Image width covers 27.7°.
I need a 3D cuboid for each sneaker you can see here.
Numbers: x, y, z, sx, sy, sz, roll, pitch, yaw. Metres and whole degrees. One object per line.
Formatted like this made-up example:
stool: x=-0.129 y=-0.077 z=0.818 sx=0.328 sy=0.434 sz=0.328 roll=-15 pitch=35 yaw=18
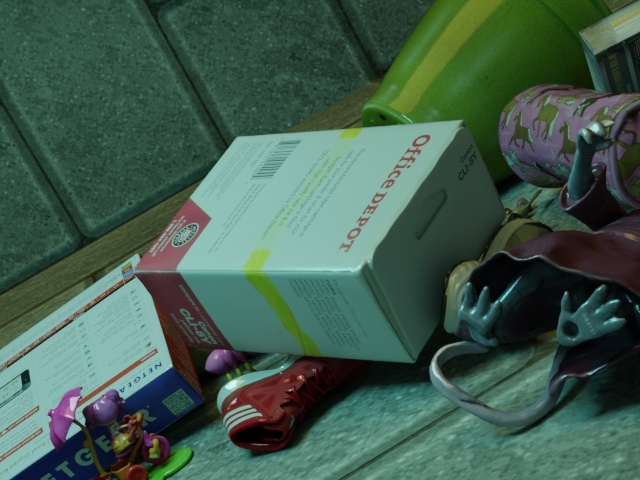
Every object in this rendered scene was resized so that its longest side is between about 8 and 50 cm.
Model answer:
sneaker: x=-0.018 y=0.197 z=1.613 sx=0.221 sy=0.087 sz=0.128 roll=-29 pitch=29 yaw=5
sneaker: x=0.238 y=0.053 z=1.578 sx=0.108 sy=0.100 sz=0.271 roll=16 pitch=27 yaw=23

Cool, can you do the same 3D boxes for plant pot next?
plant pot: x=0.267 y=-0.248 z=2.157 sx=0.353 sy=0.366 sz=0.366 roll=-45 pitch=17 yaw=-13

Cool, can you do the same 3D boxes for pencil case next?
pencil case: x=0.380 y=-0.129 z=1.763 sx=0.167 sy=0.160 sz=0.386 roll=-8 pitch=10 yaw=-12

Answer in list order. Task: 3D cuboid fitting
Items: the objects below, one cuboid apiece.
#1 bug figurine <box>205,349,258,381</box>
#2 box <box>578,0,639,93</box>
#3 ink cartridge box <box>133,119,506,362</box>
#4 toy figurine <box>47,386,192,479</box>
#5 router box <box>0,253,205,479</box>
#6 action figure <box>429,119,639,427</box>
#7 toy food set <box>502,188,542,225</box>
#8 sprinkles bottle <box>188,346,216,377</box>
bug figurine: x=-0.093 y=0.093 z=1.850 sx=0.216 sy=0.072 sz=0.279 roll=-36 pitch=45 yaw=-1
box: x=0.498 y=-0.267 z=1.941 sx=0.183 sy=0.231 sz=0.056 roll=-28 pitch=53 yaw=6
ink cartridge box: x=0.000 y=0.000 z=1.653 sx=0.384 sy=0.160 sz=0.279 roll=0 pitch=42 yaw=41
toy figurine: x=-0.276 y=0.258 z=1.687 sx=0.173 sy=0.159 sz=0.130 roll=-32 pitch=14 yaw=-16
router box: x=-0.351 y=0.212 z=1.882 sx=0.335 sy=0.082 sz=0.301 roll=-35 pitch=35 yaw=5
action figure: x=0.325 y=0.042 z=1.347 sx=0.370 sy=0.248 sz=0.276 roll=-25 pitch=-37 yaw=-49
toy food set: x=0.279 y=-0.035 z=1.946 sx=0.122 sy=0.019 sz=0.078 roll=-28 pitch=10 yaw=42
sprinkles bottle: x=-0.110 y=0.110 z=1.985 sx=0.355 sy=0.121 sz=0.121 roll=-26 pitch=13 yaw=9
